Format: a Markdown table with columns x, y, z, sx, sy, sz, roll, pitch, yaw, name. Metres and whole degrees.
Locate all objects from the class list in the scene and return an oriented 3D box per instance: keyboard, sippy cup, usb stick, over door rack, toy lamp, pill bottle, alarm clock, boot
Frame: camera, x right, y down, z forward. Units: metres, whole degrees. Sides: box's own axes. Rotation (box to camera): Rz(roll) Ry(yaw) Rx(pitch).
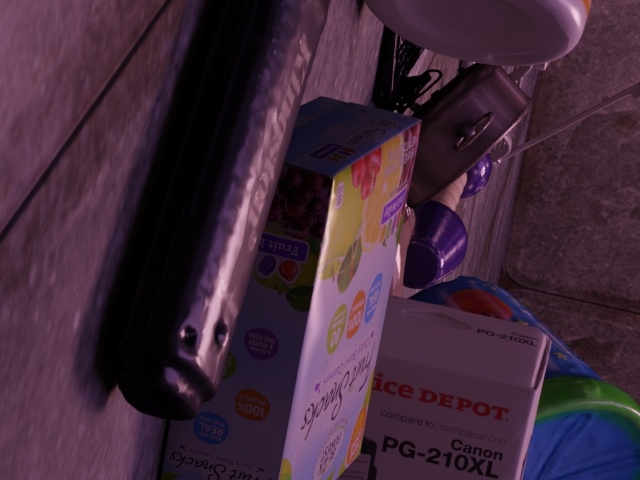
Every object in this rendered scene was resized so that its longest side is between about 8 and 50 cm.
| x | y | z | sx | sy | sz | roll | pitch | yaw | name |
| --- | --- | --- | --- | --- | --- | --- | --- | --- | --- |
| 0.080 | -0.153 | 1.465 | 0.192 | 0.038 | 0.100 | -56 | 158 | -65 | keyboard |
| 0.149 | 0.159 | 1.649 | 0.224 | 0.240 | 0.305 | -121 | -162 | -46 | sippy cup |
| -0.034 | -0.058 | 0.817 | 0.077 | 0.045 | 0.278 | 83 | 22 | -69 | usb stick |
| 0.262 | -0.221 | 1.906 | 0.324 | 0.108 | 0.239 | -15 | -131 | 49 | over door rack |
| 0.108 | -0.028 | 1.715 | 0.274 | 0.080 | 0.080 | -65 | 165 | -66 | toy lamp |
| 0.130 | -0.267 | 1.229 | 0.152 | 0.152 | 0.272 | 77 | 28 | -71 | pill bottle |
| 0.104 | -0.087 | 1.443 | 0.129 | 0.064 | 0.192 | -42 | -172 | -3 | alarm clock |
| 0.052 | 0.008 | 1.530 | 0.118 | 0.042 | 0.087 | -68 | 161 | -52 | boot |

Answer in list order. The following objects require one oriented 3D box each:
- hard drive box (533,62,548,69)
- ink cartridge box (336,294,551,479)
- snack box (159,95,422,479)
| x | y | z | sx | sy | sz | roll | pitch | yaw | name |
| --- | --- | --- | --- | --- | --- | --- | --- | --- | --- |
| 0.256 | -0.313 | 2.218 | 0.232 | 0.089 | 0.181 | -49 | 152 | -73 | hard drive box |
| 0.062 | 0.172 | 1.365 | 0.100 | 0.172 | 0.237 | -58 | 159 | -66 | ink cartridge box |
| -0.014 | 0.040 | 0.974 | 0.174 | 0.070 | 0.207 | -37 | 140 | -68 | snack box |
